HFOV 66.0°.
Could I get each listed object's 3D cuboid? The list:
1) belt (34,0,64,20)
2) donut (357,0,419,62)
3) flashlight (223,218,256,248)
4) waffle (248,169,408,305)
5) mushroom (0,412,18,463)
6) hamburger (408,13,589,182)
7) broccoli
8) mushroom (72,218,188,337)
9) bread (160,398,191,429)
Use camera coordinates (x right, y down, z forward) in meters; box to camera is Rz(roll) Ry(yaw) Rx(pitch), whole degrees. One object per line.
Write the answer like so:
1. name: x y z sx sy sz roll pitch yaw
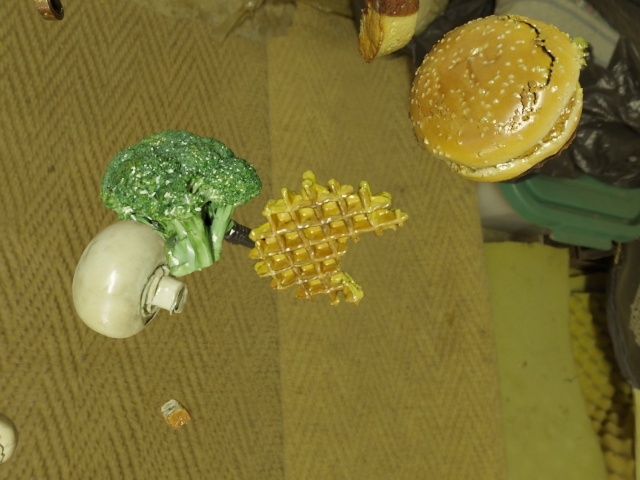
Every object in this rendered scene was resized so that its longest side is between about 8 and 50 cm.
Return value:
1. belt: -0.612 -0.531 1.116 0.036 0.083 0.059 -2 85 -3
2. donut: 0.118 -0.411 0.857 0.085 0.217 0.141 -12 49 -8
3. flashlight: -0.248 -0.015 1.533 0.232 0.093 0.092 27 65 -42
4. waffle: 0.000 0.000 0.922 0.260 0.292 0.069 16 36 -14
5. mushroom: -0.931 0.560 1.384 0.154 0.154 0.122 63 28 0
6. hamburger: 0.186 -0.165 0.556 0.181 0.191 0.118 -51 143 4
7. broccoli: -0.230 -0.068 0.823 0.261 0.269 0.241 -26 99 -68
8. mushroom: -0.361 0.082 0.976 0.203 0.246 0.246 25 66 1
9. bread: -0.485 0.579 1.655 0.077 0.083 0.070 -32 119 -28
